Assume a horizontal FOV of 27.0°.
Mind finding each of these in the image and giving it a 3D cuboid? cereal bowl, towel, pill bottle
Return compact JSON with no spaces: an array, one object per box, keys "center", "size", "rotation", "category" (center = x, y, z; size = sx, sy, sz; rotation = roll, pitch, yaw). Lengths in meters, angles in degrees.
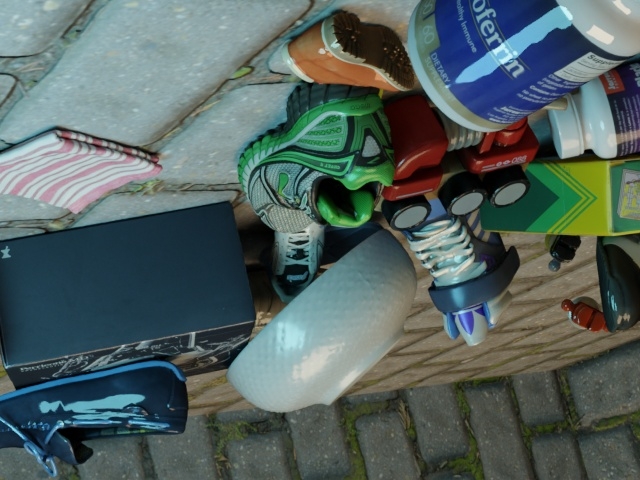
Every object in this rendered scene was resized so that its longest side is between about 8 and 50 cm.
[{"center":[0.025,0.144,2.012],"size":[0.339,0.141,0.339],"rotation":[-42,173,-6],"category":"cereal bowl"},{"center":[-0.293,-0.078,1.529],"size":[0.144,0.029,0.197],"rotation":[-21,163,27],"category":"towel"},{"center":[0.382,-0.162,1.642],"size":[0.193,0.108,0.108],"rotation":[-14,165,3],"category":"pill bottle"},{"center":[0.216,-0.216,1.211],"size":[0.153,0.153,0.264],"rotation":[0,160,-40],"category":"pill bottle"}]

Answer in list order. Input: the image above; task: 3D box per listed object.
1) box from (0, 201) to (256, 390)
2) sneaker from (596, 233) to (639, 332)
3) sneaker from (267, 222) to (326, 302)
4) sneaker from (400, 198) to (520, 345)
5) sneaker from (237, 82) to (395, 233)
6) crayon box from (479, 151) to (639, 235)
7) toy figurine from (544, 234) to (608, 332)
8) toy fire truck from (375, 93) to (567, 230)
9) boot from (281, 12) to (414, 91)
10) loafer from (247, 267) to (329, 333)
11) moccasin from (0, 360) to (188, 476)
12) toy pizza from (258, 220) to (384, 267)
[{"center":[-0.284,0.101,1.910],"size":[0.343,0.179,0.312],"rotation":[-11,164,-10],"category":"box"},{"center":[0.452,0.036,1.807],"size":[0.146,0.122,0.330],"rotation":[-4,-167,17],"category":"sneaker"},{"center":[-0.031,0.007,1.912],"size":[0.085,0.086,0.237],"rotation":[-4,147,-8],"category":"sneaker"},{"center":[0.202,0.033,1.960],"size":[0.130,0.236,0.323],"rotation":[-18,165,19],"category":"sneaker"},{"center":[-0.008,-0.070,1.576],"size":[0.134,0.146,0.343],"rotation":[-9,165,-17],"category":"sneaker"},{"center":[0.454,-0.076,1.852],"size":[0.362,0.106,0.313],"rotation":[-7,-176,-25],"category":"crayon box"},{"center":[0.516,0.050,2.365],"size":[0.213,0.210,0.148],"rotation":[-21,-179,6],"category":"toy figurine"},{"center":[0.175,-0.127,1.575],"size":[0.217,0.158,0.246],"rotation":[-13,147,-20],"category":"toy fire truck"},{"center":[0.031,-0.184,1.368],"size":[0.084,0.059,0.158],"rotation":[-20,156,35],"category":"boot"},{"center":[-0.112,0.106,2.215],"size":[0.319,0.112,0.111],"rotation":[-12,174,-2],"category":"loafer"},{"center":[-0.350,0.256,1.849],"size":[0.342,0.117,0.138],"rotation":[-16,164,14],"category":"moccasin"},{"center":[0.000,0.000,2.070],"size":[0.201,0.032,0.201],"rotation":[-13,164,-4],"category":"toy pizza"}]
